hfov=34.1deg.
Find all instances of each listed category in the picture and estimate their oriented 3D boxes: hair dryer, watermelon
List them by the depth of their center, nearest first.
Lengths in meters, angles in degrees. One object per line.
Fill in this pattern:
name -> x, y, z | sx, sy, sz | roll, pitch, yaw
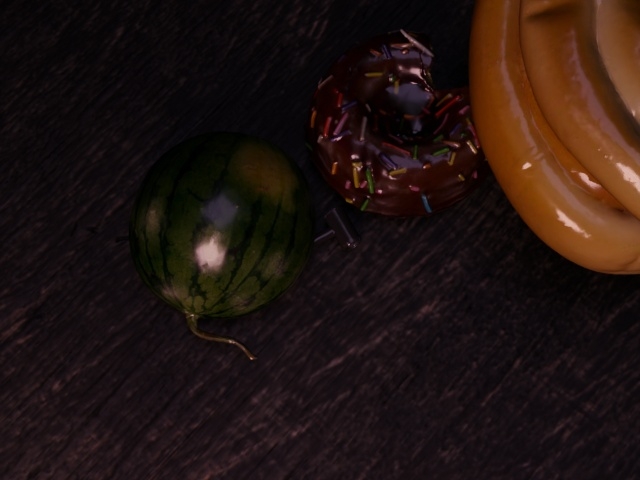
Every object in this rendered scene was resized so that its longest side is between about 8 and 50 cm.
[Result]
watermelon -> -0.111, -0.022, 1.130 | 0.204, 0.127, 0.232 | 24, 72, 8
hair dryer -> 0.000, 0.000, 1.180 | 0.083, 0.026, 0.047 | -27, 71, -9

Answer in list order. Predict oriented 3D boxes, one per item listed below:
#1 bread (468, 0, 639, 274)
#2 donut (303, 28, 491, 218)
bread -> 0.341, -0.182, 1.113 | 0.328, 0.245, 0.424 | 6, 73, -27
donut -> 0.090, -0.140, 1.201 | 0.216, 0.096, 0.230 | -21, 71, -10
